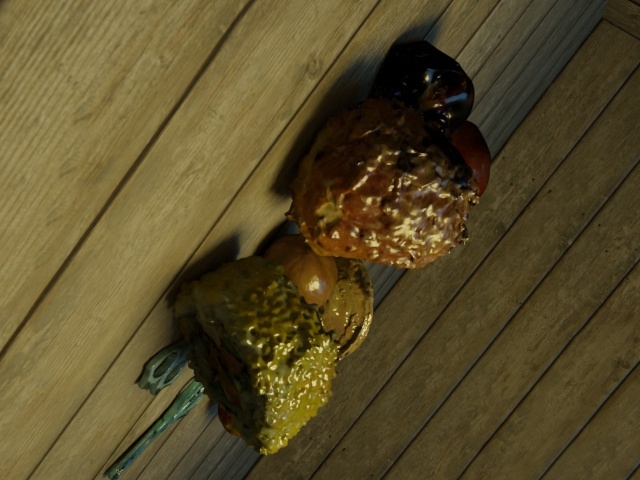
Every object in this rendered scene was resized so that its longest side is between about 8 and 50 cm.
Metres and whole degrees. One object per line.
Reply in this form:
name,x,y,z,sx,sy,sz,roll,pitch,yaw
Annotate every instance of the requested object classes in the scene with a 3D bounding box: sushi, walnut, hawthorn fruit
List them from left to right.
sushi,-0.149,0.232,1.327,0.240,0.351,0.396,-32,144,-32
walnut,-0.064,0.094,1.538,0.203,0.203,0.298,-43,179,-27
sushi,0.250,-0.322,1.434,0.215,0.212,0.227,-32,154,-49
hawthorn fruit,0.362,-0.241,1.813,0.308,0.308,0.324,109,-9,-50

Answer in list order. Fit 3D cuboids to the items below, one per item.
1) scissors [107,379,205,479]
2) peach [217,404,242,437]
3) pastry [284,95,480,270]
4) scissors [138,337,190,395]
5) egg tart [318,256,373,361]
scissors,-0.444,0.518,1.712,0.393,0.032,0.180,-45,163,-26
peach,-0.218,0.533,2.050,0.245,0.248,0.274,-18,-151,46
pastry,0.136,-0.126,1.303,0.292,0.405,0.337,-92,-169,-61
scissors,-0.297,0.231,1.482,0.360,0.029,0.191,-46,162,-18
egg tart,0.002,0.169,1.714,0.150,0.352,0.352,14,118,-41
